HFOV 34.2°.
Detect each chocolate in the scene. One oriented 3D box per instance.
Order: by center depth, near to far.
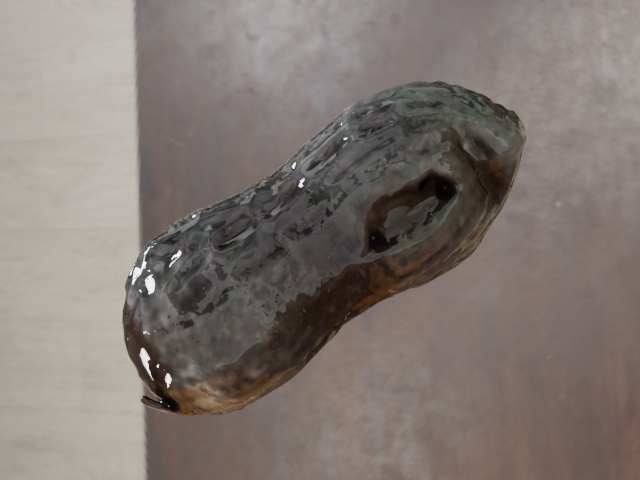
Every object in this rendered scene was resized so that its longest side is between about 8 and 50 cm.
[{"bbox_3d":[0.000,0.000,0.560,0.248,0.110,0.110,-31,76,-7],"label":"chocolate"}]
